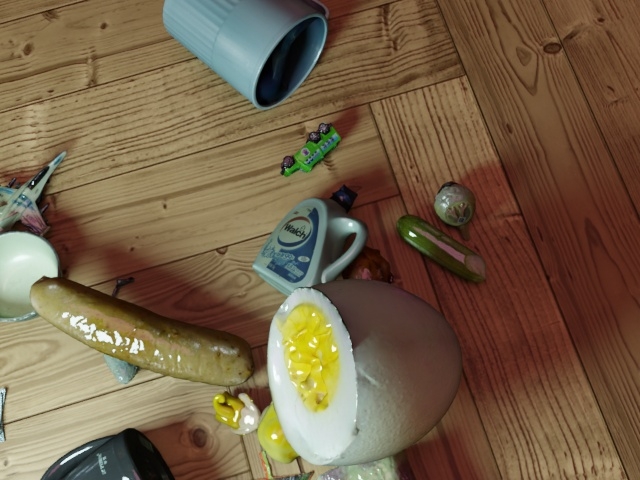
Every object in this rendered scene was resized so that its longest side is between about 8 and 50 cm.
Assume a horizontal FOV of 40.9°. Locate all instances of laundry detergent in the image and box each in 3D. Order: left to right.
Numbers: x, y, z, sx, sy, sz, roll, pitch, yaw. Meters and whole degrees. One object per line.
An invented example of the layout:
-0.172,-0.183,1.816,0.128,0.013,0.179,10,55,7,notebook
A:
0.000,0.000,1.894,0.215,0.105,0.280,29,73,42,laundry detergent

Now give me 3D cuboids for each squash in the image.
0.273,0.018,1.921,0.239,0.069,0.069,35,76,13,squash

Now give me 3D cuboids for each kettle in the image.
-0.459,0.522,1.739,0.290,0.207,0.268,-34,44,1,kettle

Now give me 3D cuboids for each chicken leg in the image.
0.127,0.152,1.879,0.113,0.093,0.304,-13,76,-14,chicken leg

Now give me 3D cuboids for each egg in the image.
0.114,0.245,1.676,0.340,0.354,0.354,-3,69,-31,egg

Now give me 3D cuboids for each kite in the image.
-0.107,0.522,1.802,0.190,0.010,0.159,-6,70,-1,kite

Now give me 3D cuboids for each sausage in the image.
-0.377,0.198,1.809,0.501,0.123,0.136,19,49,-5,sausage

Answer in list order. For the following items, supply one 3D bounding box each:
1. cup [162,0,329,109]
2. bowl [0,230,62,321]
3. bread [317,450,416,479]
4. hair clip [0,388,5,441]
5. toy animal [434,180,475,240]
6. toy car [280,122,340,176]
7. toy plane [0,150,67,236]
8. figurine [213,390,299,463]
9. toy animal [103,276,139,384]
-0.160,-0.528,2.021,0.311,0.257,0.331,38,79,15,cup
-0.669,0.091,1.913,0.211,0.112,0.211,0,73,1,bowl
0.144,0.586,1.694,0.187,0.155,0.338,-25,73,-1,bread
-0.701,0.377,1.860,0.030,0.039,0.115,-3,69,-4,hair clip
0.310,-0.072,1.953,0.098,0.137,0.098,-17,32,11,toy animal
-0.025,-0.204,2.008,0.165,0.071,0.062,-44,89,-11,toy car
-0.678,-0.105,1.999,0.192,0.088,0.262,37,67,7,toy plane
-0.105,0.382,1.796,0.246,0.131,0.156,11,92,19,figurine
-0.447,0.203,1.900,0.079,0.070,0.253,7,54,-32,toy animal
